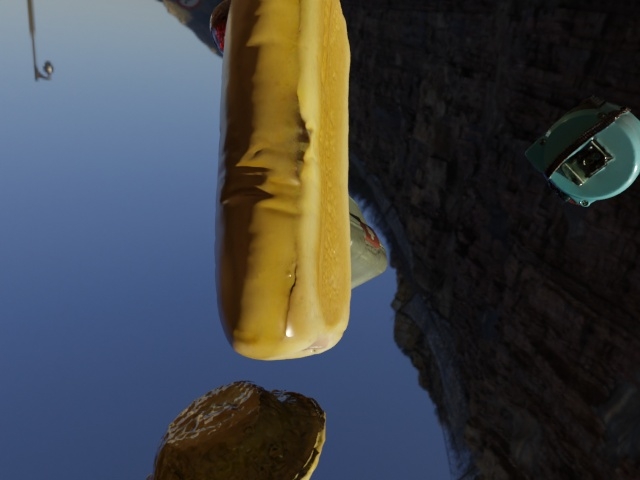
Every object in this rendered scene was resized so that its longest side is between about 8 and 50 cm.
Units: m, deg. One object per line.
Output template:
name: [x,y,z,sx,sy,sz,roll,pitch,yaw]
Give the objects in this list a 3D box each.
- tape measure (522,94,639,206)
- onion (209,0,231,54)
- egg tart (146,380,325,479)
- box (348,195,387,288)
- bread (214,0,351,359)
tape measure: [0.366,-0.118,0.731,0.125,0.146,0.081,49,-134,8]
onion: [-0.133,-0.378,0.972,0.131,0.131,0.131,7,-157,-3]
egg tart: [-0.199,0.437,1.138,0.444,0.178,0.443,-23,-165,7]
box: [0.000,0.000,0.793,0.210,0.148,0.129,30,-146,-64]
bread: [-0.029,-0.061,0.425,0.091,0.304,0.142,-2,169,15]
